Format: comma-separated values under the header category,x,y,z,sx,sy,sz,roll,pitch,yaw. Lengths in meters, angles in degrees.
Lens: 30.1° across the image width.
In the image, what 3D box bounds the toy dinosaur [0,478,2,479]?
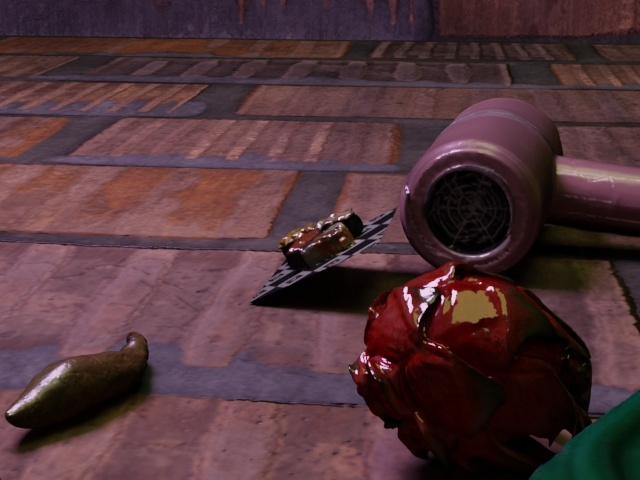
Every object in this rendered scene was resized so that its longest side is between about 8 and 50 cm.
category,x,y,z,sx,sy,sz,roll,pitch,yaw
toy dinosaur,-0.191,0.125,0.583,0.079,0.120,0.292,-16,-4,-15

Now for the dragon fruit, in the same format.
category,x,y,z,sx,sy,sz,roll,pitch,yaw
dragon fruit,0.088,0.077,0.671,0.142,0.130,0.121,10,-30,-23

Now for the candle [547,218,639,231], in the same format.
category,x,y,z,sx,sy,sz,roll,pitch,yaw
candle,0.262,-0.038,1.179,0.162,0.048,0.053,8,35,25

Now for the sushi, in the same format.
category,x,y,z,sx,sy,sz,roll,pitch,yaw
sushi,0.000,0.000,0.988,0.120,0.026,0.126,-25,10,18

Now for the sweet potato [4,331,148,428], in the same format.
category,x,y,z,sx,sy,sz,roll,pitch,yaw
sweet potato,-0.146,0.088,0.764,0.041,0.038,0.153,30,23,15

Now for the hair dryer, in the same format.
category,x,y,z,sx,sy,sz,roll,pitch,yaw
hair dryer,0.260,-0.037,1.053,0.352,0.125,0.210,7,18,15

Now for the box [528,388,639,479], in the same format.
category,x,y,z,sx,sy,sz,roll,pitch,yaw
box,0.272,0.126,0.511,0.264,0.106,0.336,12,20,37
